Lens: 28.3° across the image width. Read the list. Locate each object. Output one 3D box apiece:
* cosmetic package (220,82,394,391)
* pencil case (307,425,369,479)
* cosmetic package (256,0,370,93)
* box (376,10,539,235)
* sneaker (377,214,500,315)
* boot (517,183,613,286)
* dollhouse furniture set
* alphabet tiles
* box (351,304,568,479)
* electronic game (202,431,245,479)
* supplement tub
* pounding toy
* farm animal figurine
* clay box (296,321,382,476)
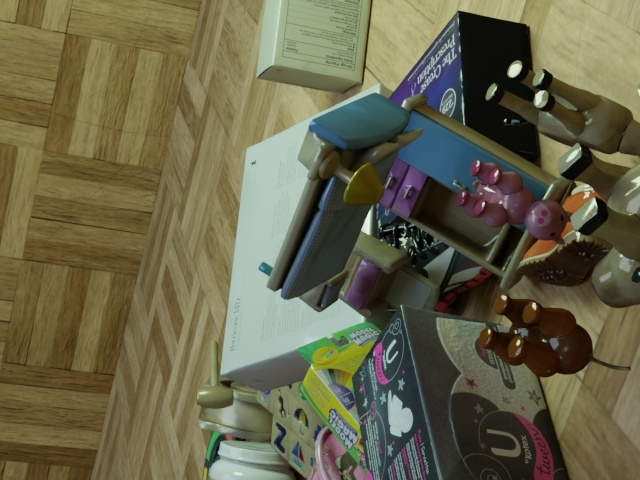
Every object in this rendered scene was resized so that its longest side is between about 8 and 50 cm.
[{"bbox_3d":[0.000,0.000,1.789,0.284,0.097,0.377,-20,54,40],"label":"cosmetic package"},{"bbox_3d":[0.010,0.402,1.682,0.167,0.160,0.386,39,132,16],"label":"pencil case"},{"bbox_3d":[-0.003,-0.413,2.097,0.113,0.160,0.310,168,111,-72],"label":"cosmetic package"},{"bbox_3d":[0.160,-0.131,1.570,0.261,0.103,0.184,130,142,-57],"label":"box"},{"bbox_3d":[0.134,0.015,1.522,0.276,0.135,0.098,127,149,-53],"label":"sneaker"},{"bbox_3d":[0.257,-0.005,1.303,0.158,0.059,0.085,137,152,-63],"label":"boot"},{"bbox_3d":[0.080,0.018,1.315,0.303,0.198,0.286,-28,-34,-57],"label":"dollhouse furniture set"},{"bbox_3d":[-0.018,0.194,1.911,0.285,0.011,0.343,30,120,53],"label":"alphabet tiles"},{"bbox_3d":[0.147,0.212,1.342,0.247,0.163,0.142,-99,29,-42],"label":"box"},{"bbox_3d":[-0.189,0.453,2.420,0.229,0.048,0.229,-171,90,-72],"label":"electronic game"},{"bbox_3d":[-0.117,0.434,2.058,0.144,0.144,0.200,180,98,-72],"label":"supplement tub"},{"bbox_3d":[-0.126,0.259,2.197,0.269,0.154,0.155,-18,-63,-89],"label":"pounding toy"},{"bbox_3d":[0.276,-0.032,1.099,0.326,0.172,0.330,-31,43,51],"label":"farm animal figurine"},{"bbox_3d":[0.074,0.199,1.476,0.222,0.127,0.053,48,135,28],"label":"clay box"}]
